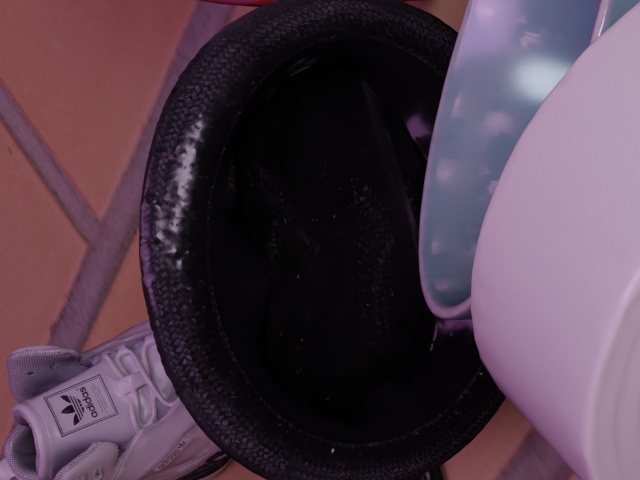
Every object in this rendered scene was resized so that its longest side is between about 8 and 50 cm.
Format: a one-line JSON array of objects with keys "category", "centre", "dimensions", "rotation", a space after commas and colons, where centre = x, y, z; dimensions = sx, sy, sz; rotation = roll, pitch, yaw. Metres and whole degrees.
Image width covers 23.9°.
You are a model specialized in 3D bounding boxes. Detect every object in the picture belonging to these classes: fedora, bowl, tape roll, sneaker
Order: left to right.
[{"category": "sneaker", "centre": [-0.119, 0.112, 1.228], "dimensions": [0.366, 0.210, 0.137], "rotation": [-43, 63, 42]}, {"category": "fedora", "centre": [0.000, 0.000, 1.049], "dimensions": [0.152, 0.334, 0.334], "rotation": [-174, 81, -65]}, {"category": "bowl", "centre": [0.180, -0.088, 0.856], "dimensions": [0.311, 0.163, 0.311], "rotation": [-166, 90, -81]}, {"category": "tape roll", "centre": [0.214, 0.004, 0.701], "dimensions": [0.100, 0.286, 0.286], "rotation": [51, 130, 46]}]

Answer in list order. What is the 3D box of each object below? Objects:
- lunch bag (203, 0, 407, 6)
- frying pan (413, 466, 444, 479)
[{"category": "lunch bag", "centre": [-0.077, -0.250, 1.078], "dimensions": [0.258, 0.293, 0.120], "rotation": [32, 116, 46]}, {"category": "frying pan", "centre": [0.119, 0.312, 1.115], "dimensions": [0.197, 0.053, 0.326], "rotation": [11, 106, 46]}]
